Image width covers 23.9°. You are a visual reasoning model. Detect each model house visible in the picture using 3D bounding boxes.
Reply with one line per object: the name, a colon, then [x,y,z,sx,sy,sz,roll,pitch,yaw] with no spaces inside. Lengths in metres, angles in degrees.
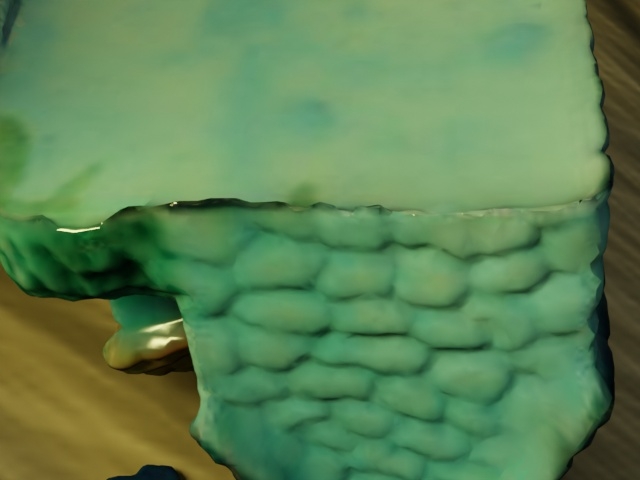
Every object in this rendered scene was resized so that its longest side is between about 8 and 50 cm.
model house: [0.000,0.000,0.633,0.226,0.241,0.261,-4,38,7]

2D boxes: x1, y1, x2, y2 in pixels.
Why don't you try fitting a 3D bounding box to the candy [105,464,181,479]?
candy: [0.001,0.187,0.471,0.331,0.077,0.187,36,31,29]
